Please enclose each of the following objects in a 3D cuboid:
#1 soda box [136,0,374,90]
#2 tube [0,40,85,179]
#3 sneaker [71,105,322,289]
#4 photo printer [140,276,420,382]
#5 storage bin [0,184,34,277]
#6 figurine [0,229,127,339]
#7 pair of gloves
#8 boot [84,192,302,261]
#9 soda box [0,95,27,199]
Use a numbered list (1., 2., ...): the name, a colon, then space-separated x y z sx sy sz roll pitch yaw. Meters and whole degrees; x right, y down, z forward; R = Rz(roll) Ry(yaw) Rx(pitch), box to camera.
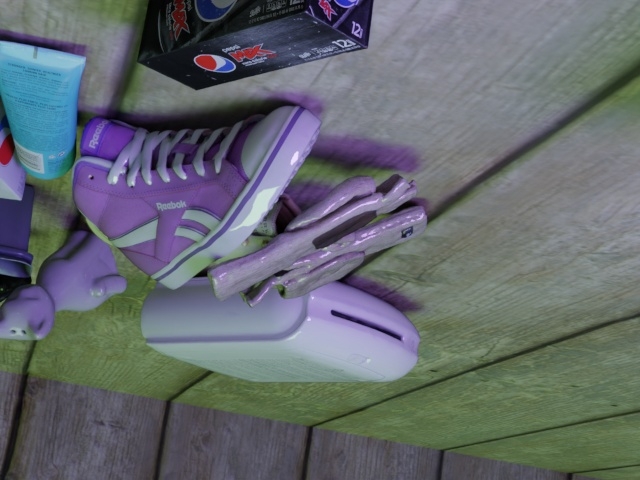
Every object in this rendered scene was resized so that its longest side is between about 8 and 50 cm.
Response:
1. soda box: -0.045 -0.145 0.868 0.169 0.053 0.060 -7 158 44
2. tube: -0.235 -0.113 1.117 0.080 0.052 0.207 6 160 -7
3. sneaker: -0.126 -0.062 1.142 0.161 0.102 0.282 40 138 -13
4. photo printer: -0.042 0.117 1.733 0.307 0.107 0.256 -5 160 40
5. storage bin: -0.370 -0.023 1.432 0.135 0.091 0.098 11 165 -13
6. figurine: -0.361 0.061 1.536 0.214 0.092 0.209 3 -159 19
7. pair of gloves: 0.000 0.000 1.236 0.204 0.042 0.240 -28 168 3
8. boot: -0.118 -0.023 1.322 0.165 0.077 0.213 -1 166 29
9. soda box: -0.318 -0.101 1.156 0.073 0.069 0.216 7 164 7
